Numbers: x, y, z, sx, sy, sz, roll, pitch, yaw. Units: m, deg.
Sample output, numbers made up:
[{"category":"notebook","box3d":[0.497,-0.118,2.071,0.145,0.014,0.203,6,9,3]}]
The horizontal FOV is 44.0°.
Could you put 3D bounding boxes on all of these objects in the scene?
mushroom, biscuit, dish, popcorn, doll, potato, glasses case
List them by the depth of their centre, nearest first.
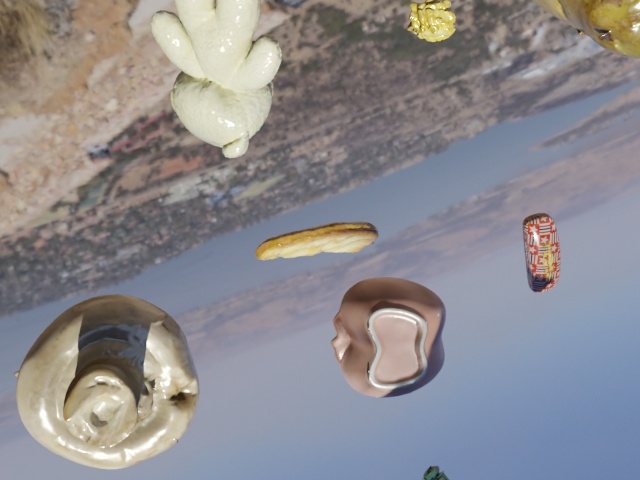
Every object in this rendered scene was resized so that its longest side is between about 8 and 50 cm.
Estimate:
[{"category":"potato","box3d":[0.222,-0.206,0.577,0.137,0.176,0.137,-20,137,-20]},{"category":"doll","box3d":[-0.135,-0.270,1.128,0.149,0.175,0.278,-27,143,-30]},{"category":"mushroom","box3d":[-0.324,0.244,1.237,0.293,0.292,0.290,-20,-164,-11]},{"category":"popcorn","box3d":[0.173,-0.344,1.239,0.083,0.057,0.082,-3,177,33]},{"category":"dish","box3d":[0.118,0.168,1.302,0.213,0.213,0.090,-21,-171,-1]},{"category":"glasses case","box3d":[0.478,0.030,1.699,0.073,0.194,0.049,-17,-148,-3]},{"category":"biscuit","box3d":[0.000,-0.001,1.881,0.299,0.045,0.154,-5,160,-28]}]

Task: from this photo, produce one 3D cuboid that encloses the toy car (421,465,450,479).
[{"category":"toy car","box3d":[0.171,0.455,1.356,0.143,0.073,0.054,-37,162,-22]}]
